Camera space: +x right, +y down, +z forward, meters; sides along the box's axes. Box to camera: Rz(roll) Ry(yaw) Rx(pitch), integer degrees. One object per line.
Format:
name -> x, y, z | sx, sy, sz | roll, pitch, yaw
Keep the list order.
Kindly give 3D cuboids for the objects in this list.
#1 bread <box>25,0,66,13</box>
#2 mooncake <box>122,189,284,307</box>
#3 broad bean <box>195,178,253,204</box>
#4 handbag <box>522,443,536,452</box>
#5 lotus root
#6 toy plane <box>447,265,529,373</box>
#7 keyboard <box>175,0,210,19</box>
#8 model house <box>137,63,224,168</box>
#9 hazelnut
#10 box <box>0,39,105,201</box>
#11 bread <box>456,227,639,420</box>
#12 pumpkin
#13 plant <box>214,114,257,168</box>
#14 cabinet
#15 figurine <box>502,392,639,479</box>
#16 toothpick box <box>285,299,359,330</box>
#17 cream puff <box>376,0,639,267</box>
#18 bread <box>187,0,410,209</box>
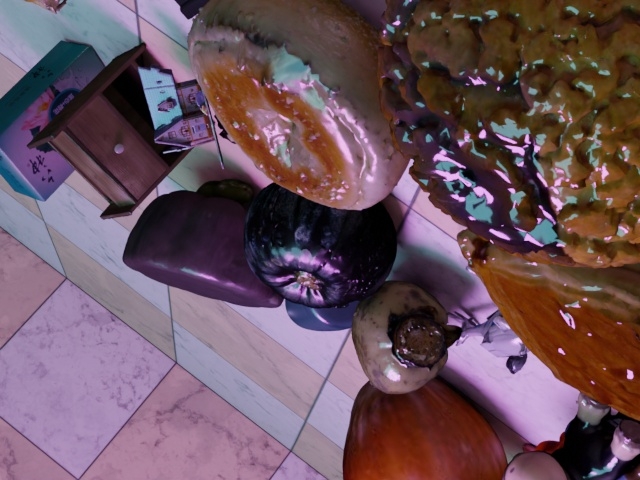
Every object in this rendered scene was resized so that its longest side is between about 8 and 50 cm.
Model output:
bread -> -0.449, -0.462, 1.268 | 0.246, 0.111, 0.239 | 34, 159, 12
mooncake -> -0.191, 0.019, 1.655 | 0.306, 0.154, 0.306 | 19, 169, 4
broad bean -> -0.185, -0.082, 1.674 | 0.065, 0.046, 0.254 | 39, 161, -19
handbag -> 0.459, 0.473, 1.712 | 0.157, 0.059, 0.212 | 8, 144, 54
lotus root -> 0.124, 0.151, 1.453 | 0.173, 0.173, 0.309 | 38, 177, 2
toy plane -> 0.239, 0.122, 1.314 | 0.182, 0.107, 0.273 | 40, 159, -25
keyboard -> -0.126, -0.340, 1.117 | 0.101, 0.018, 0.309 | 49, 156, -18
model house -> -0.202, -0.184, 1.331 | 0.117, 0.088, 0.167 | -113, 10, -64
hazelnut -> 0.180, 0.413, 1.728 | 0.372, 0.315, 0.373 | 162, 90, -74
box -> -0.463, -0.208, 1.604 | 0.092, 0.245, 0.153 | 18, 151, 37
bread -> 0.335, 0.068, 0.981 | 0.324, 0.167, 0.277 | 23, 158, 52
pumpkin -> 0.000, 0.000, 1.360 | 0.233, 0.163, 0.233 | 12, 152, 7
plant -> -0.090, -0.151, 1.354 | 0.174, 0.087, 0.085 | 45, -167, -23
cabinet -> -0.316, -0.170, 1.482 | 0.175, 0.215, 0.148 | 48, 156, -22
figurine -> 0.368, 0.355, 1.301 | 0.241, 0.306, 0.412 | 38, 159, 30
toothpick box -> 0.007, 0.103, 1.637 | 0.120, 0.120, 0.184 | 42, 161, -8
cream puff -> 0.190, -0.106, 0.789 | 0.327, 0.231, 0.343 | 35, 158, 2
bread -> -0.010, -0.174, 1.068 | 0.305, 0.159, 0.305 | 36, 161, 15
